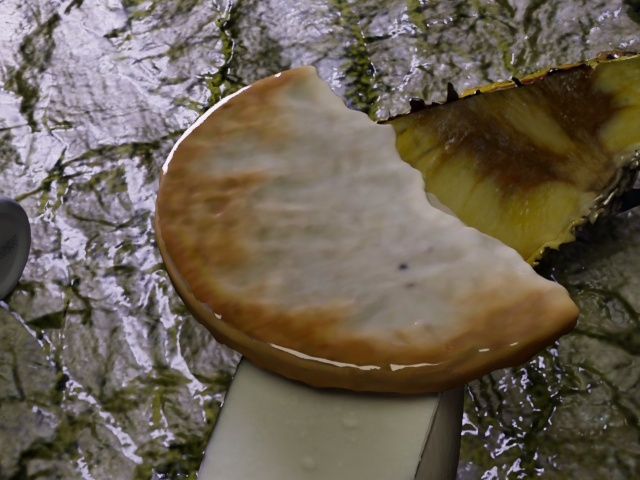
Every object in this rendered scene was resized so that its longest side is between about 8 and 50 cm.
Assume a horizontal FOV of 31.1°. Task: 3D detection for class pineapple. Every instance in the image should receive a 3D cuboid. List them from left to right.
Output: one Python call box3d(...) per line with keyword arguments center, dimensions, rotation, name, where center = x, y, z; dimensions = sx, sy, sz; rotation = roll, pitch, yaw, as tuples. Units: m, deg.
box3d(center=(0.165, -0.060, 0.904), dimensions=(0.334, 0.161, 0.158), rotation=(-21, 92, 16), name="pineapple")

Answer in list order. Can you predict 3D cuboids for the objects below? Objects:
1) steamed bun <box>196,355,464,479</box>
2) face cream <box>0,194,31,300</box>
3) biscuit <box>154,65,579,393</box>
box3d(center=(0.014, 0.144, 0.750), dimensions=(0.146, 0.164, 0.241), rotation=(8, 43, 14), name="steamed bun")
box3d(center=(-0.374, -0.024, 0.979), dimensions=(0.252, 0.101, 0.101), rotation=(19, 61, 22), name="face cream")
box3d(center=(0.000, 0.000, 0.755), dimensions=(0.204, 0.040, 0.309), rotation=(-25, 50, -23), name="biscuit")
